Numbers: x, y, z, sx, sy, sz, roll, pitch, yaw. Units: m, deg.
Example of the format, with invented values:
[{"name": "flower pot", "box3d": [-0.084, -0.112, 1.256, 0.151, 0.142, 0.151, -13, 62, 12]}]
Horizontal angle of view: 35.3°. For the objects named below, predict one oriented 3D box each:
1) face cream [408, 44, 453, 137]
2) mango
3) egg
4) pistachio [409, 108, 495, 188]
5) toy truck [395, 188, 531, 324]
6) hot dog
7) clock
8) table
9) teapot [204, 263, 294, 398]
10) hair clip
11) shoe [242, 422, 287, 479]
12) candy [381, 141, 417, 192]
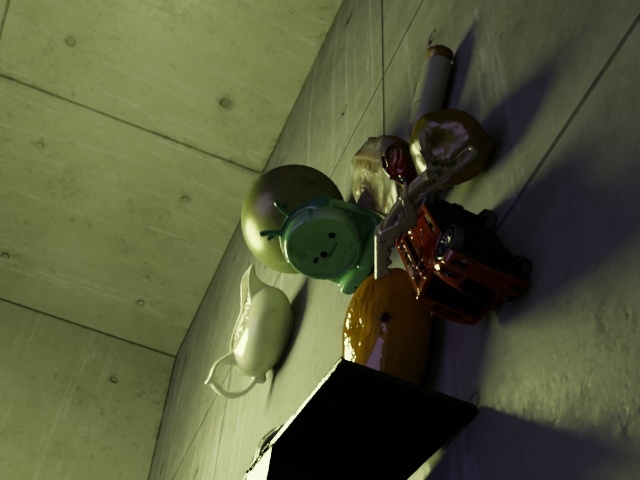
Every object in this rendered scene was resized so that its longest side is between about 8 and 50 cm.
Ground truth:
[{"name": "face cream", "box3d": [0.190, -0.254, 1.736, 0.072, 0.051, 0.182, 126, 162, -64]}, {"name": "mango", "box3d": [0.090, 0.158, 1.379, 0.157, 0.109, 0.262, -35, 40, 54]}, {"name": "egg", "box3d": [-0.056, -0.034, 2.091, 0.295, 0.218, 0.218, 105, 180, -67]}, {"name": "pistachio", "box3d": [0.180, -0.136, 1.459, 0.100, 0.110, 0.189, -39, 10, -6]}, {"name": "toy truck", "box3d": [0.167, 0.022, 1.245, 0.114, 0.107, 0.252, -63, 13, 17]}, {"name": "hot dog", "box3d": [0.116, -0.106, 1.685, 0.268, 0.075, 0.144, -138, 45, -71]}, {"name": "clock", "box3d": [0.000, 0.000, 1.785, 0.066, 0.211, 0.159, -88, 19, -58]}, {"name": "table", "box3d": [0.036, 0.328, 1.143, 0.282, 0.196, 0.250, -56, 17, 41]}, {"name": "teapot", "box3d": [-0.154, 0.218, 2.277, 0.208, 0.166, 0.299, -17, 42, 61]}, {"name": "hair clip", "box3d": [0.101, -0.040, 1.216, 0.226, 0.072, 0.034, -57, 12, 36]}, {"name": "shoe", "box3d": [-0.090, 0.435, 1.700, 0.149, 0.109, 0.293, 118, 172, -57]}, {"name": "candy", "box3d": [0.138, -0.054, 1.518, 0.060, 0.060, 0.201, 134, 126, -63]}]
